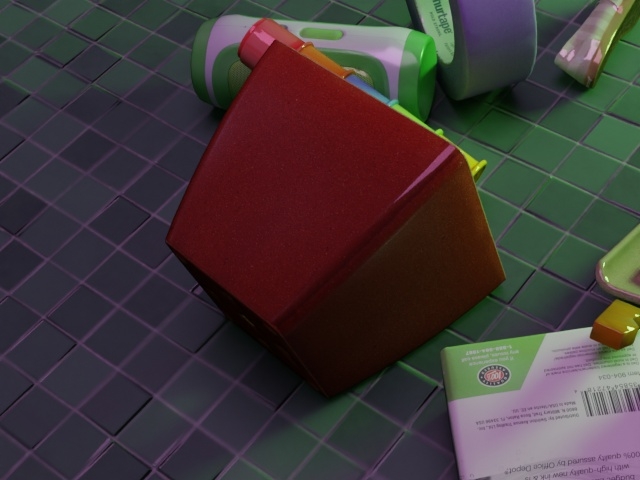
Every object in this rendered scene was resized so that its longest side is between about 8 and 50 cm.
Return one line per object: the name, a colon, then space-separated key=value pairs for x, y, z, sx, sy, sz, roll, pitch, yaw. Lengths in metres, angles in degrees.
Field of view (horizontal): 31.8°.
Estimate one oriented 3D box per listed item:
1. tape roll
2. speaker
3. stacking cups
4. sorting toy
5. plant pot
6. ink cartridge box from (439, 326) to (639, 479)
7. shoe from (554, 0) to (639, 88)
tape roll: x=0.171 y=-0.315 z=1.379 sx=0.090 sy=0.275 sz=0.275 roll=-17 pitch=50 yaw=-4
speaker: x=-0.009 y=-0.216 z=1.426 sx=0.296 sy=0.131 sz=0.131 roll=8 pitch=53 yaw=16
stacking cups: x=0.045 y=-0.151 z=1.318 sx=0.316 sy=0.096 sz=0.096 roll=40 pitch=65 yaw=11
sorting toy: x=0.391 y=0.052 z=1.100 sx=0.229 sy=0.041 sz=0.307 roll=24 pitch=29 yaw=25
plant pot: x=0.000 y=0.000 z=1.179 sx=0.267 sy=0.267 sz=0.236 roll=36 pitch=77 yaw=32
ink cartridge box: x=0.227 y=0.225 z=1.028 sx=0.198 sy=0.115 sz=0.273 roll=-8 pitch=49 yaw=4
shoe: x=0.370 y=-0.288 z=1.450 sx=0.058 sy=0.076 sz=0.219 roll=24 pitch=61 yaw=21
